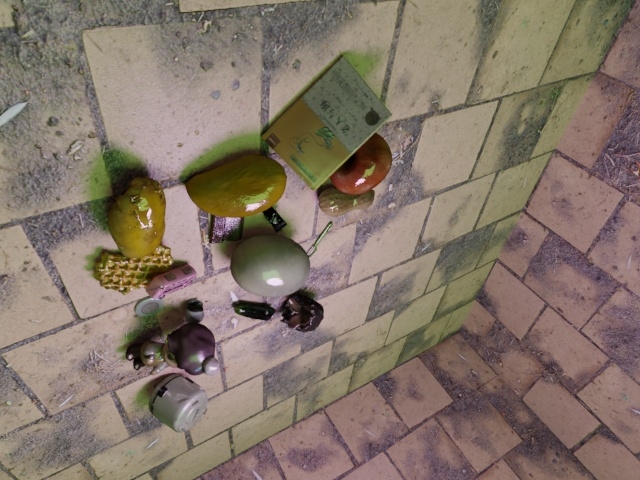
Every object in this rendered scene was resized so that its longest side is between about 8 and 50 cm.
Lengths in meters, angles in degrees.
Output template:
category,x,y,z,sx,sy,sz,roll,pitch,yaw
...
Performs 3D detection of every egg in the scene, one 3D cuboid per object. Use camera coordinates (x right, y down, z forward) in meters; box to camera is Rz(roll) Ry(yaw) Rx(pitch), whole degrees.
category,x,y,z,sx,sy,sz,roll,pitch,yaw
egg,-0.197,0.102,1.804,0.352,0.258,0.258,14,119,-48

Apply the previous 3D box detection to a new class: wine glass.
category,x,y,z,sx,sy,sz,roll,pitch,yaw
wine glass,-0.535,0.337,1.906,0.079,0.079,0.195,-15,140,-31

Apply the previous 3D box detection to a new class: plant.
category,x,y,z,sx,sy,sz,roll,pitch,yaw
plant,-0.095,0.367,2.245,0.178,0.204,0.234,-57,153,8

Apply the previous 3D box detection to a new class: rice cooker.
category,x,y,z,sx,sy,sz,roll,pitch,yaw
rice cooker,-0.669,0.757,2.113,0.226,0.244,0.226,-48,149,-41

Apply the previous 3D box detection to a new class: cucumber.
category,x,y,z,sx,sy,sz,roll,pitch,yaw
cucumber,-0.313,0.334,2.113,0.241,0.074,0.074,21,114,-48

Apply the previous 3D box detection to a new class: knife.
category,x,y,z,sx,sy,sz,roll,pitch,yaw
knife,0.000,0.001,2.077,0.054,0.015,0.212,10,122,-48

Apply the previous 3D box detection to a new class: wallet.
category,x,y,z,sx,sy,sz,roll,pitch,yaw
wallet,-0.334,-0.093,1.650,0.133,0.039,0.243,-8,132,-31

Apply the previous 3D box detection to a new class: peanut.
category,x,y,z,sx,sy,sz,roll,pitch,yaw
peanut,0.114,-0.171,1.907,0.298,0.120,0.136,-14,161,-33

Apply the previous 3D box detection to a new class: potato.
category,x,y,z,sx,sy,sz,roll,pitch,yaw
potato,-0.560,-0.070,1.385,0.173,0.140,0.300,-20,147,-37

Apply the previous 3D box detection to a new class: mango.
category,x,y,z,sx,sy,sz,roll,pitch,yaw
mango,-0.267,-0.173,1.511,0.331,0.142,0.195,-25,99,-13

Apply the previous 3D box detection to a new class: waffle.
category,x,y,z,sx,sy,sz,roll,pitch,yaw
waffle,-0.638,0.088,1.559,0.253,0.056,0.249,-36,147,-3

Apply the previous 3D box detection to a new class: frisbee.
category,x,y,z,sx,sy,sz,roll,pitch,yaw
frisbee,-0.668,0.259,1.755,0.110,0.014,0.110,-24,143,-20

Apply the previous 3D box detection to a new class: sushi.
category,x,y,z,sx,sy,sz,roll,pitch,yaw
sushi,-0.185,-0.092,1.749,0.056,0.083,0.085,-37,144,-3

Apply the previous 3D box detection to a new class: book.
category,x,y,z,sx,sy,sz,roll,pitch,yaw
book,0.025,-0.392,1.539,0.389,0.032,0.269,-44,109,5

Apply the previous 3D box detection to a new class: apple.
category,x,y,z,sx,sy,sz,roll,pitch,yaw
apple,0.149,-0.294,1.706,0.253,0.253,0.253,-24,142,-21

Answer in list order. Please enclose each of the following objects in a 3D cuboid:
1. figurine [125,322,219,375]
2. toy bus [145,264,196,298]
category,x,y,z,sx,sy,sz,roll,pitch,yaw
figurine,-0.597,0.455,1.797,0.365,0.206,0.218,-17,111,-1
toy bus,-0.540,0.150,1.644,0.090,0.063,0.203,-47,171,23
